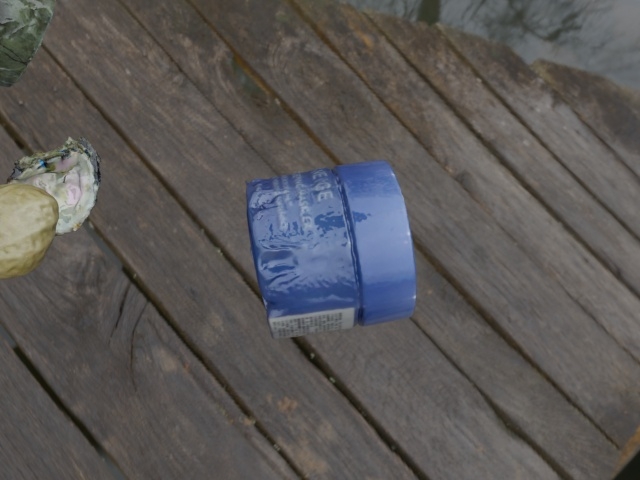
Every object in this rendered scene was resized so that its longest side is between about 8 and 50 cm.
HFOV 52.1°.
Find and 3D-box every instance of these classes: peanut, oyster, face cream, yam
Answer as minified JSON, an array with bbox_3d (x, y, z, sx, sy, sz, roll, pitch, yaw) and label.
[{"bbox_3d":[-0.484,-0.015,1.018,0.140,0.109,0.159,14,75,31],"label":"peanut"},{"bbox_3d":[-0.620,-0.129,1.527,0.198,0.260,0.092,30,6,-35],"label":"oyster"},{"bbox_3d":[0.007,0.015,0.988,0.225,0.249,0.249,-11,63,-5],"label":"face cream"},{"bbox_3d":[-0.589,-0.396,1.066,0.271,0.201,0.202,22,68,-41],"label":"yam"}]
